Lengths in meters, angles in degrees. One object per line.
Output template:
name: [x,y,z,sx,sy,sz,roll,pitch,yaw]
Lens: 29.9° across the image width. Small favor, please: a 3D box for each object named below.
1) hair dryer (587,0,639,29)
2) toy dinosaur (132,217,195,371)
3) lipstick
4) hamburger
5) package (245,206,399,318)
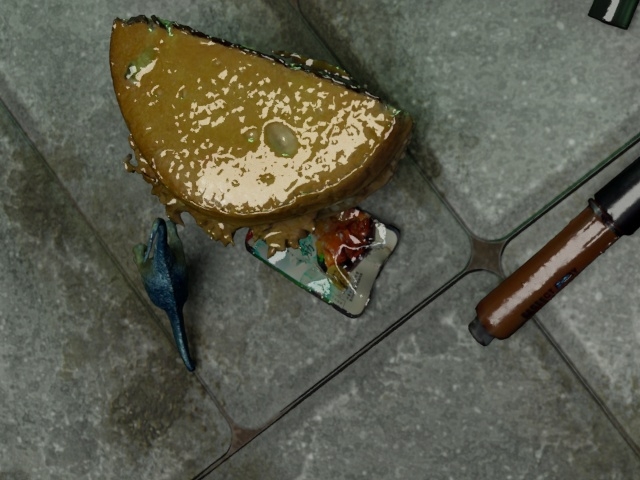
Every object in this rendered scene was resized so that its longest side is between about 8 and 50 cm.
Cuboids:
hair dryer: [0.349,-0.366,1.652,0.198,0.057,0.100,24,102,22]
toy dinosaur: [-0.234,0.053,1.827,0.076,0.363,0.147,-17,53,-12]
lipstick: [0.366,0.000,1.668,0.418,0.077,0.077,-45,80,20]
hamburger: [-0.104,-0.132,1.714,0.445,0.268,0.287,21,92,12]
package: [0.000,0.000,1.822,0.232,0.040,0.166,34,104,17]
